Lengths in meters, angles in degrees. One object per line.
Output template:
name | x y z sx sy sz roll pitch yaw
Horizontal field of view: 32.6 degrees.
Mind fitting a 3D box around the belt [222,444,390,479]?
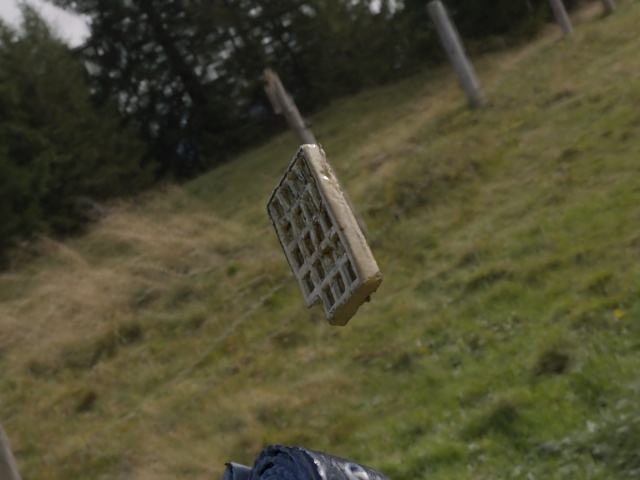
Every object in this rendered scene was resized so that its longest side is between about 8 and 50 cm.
belt | 0.008 0.257 0.763 0.122 0.218 0.128 -25 -39 38

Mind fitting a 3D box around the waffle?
waffle | 0.000 0.000 0.868 0.021 0.135 0.092 -5 -31 -33
